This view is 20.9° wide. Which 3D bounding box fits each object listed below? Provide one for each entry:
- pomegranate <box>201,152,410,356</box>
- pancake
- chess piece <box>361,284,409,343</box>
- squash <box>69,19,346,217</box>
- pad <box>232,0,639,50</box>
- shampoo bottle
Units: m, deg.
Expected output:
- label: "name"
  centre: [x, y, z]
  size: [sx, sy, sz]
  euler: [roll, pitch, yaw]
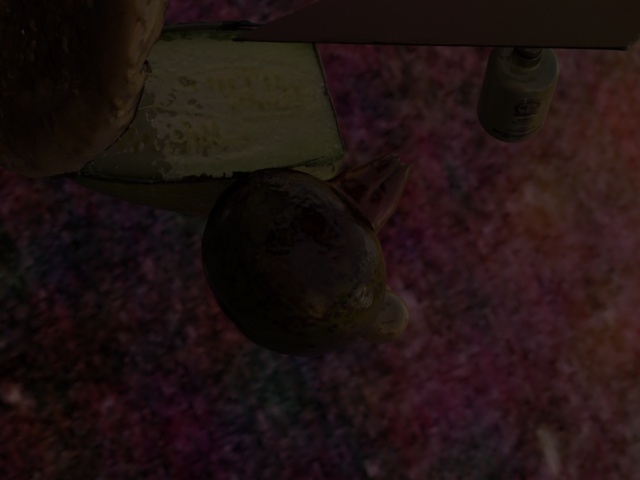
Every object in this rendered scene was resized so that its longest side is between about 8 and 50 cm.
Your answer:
- label: "pomegranate"
  centre: [0.000, 0.000, 1.788]
  size: [0.214, 0.248, 0.214]
  euler: [49, -6, 7]
- label: "pancake"
  centre: [-0.238, -0.226, 1.333]
  size: [0.071, 0.382, 0.382]
  euler: [-15, 80, -37]
- label: "chess piece"
  centre: [0.049, 0.079, 2.134]
  size: [0.094, 0.094, 0.170]
  euler: [37, 1, -31]
- label: "squash"
  centre: [-0.167, -0.145, 1.938]
  size: [0.309, 0.210, 0.233]
  euler: [16, 47, -35]
- label: "pad"
  centre: [0.139, -0.202, 1.509]
  size: [0.247, 0.367, 0.007]
  euler: [-35, 123, -52]
- label: "shampoo bottle"
  centre: [0.216, -0.175, 1.873]
  size: [0.079, 0.162, 0.079]
  euler: [1, 65, -2]
